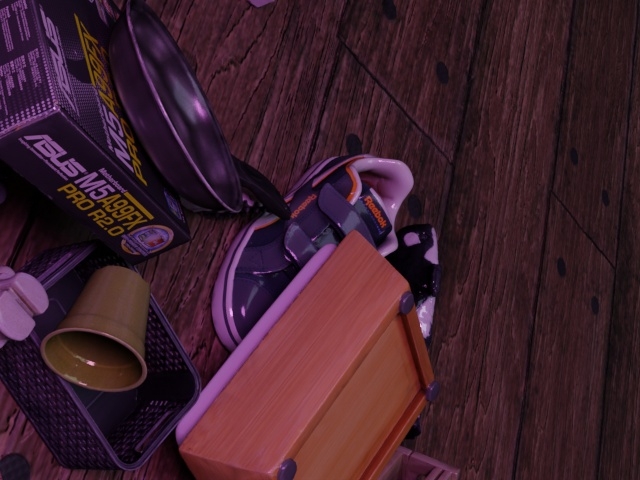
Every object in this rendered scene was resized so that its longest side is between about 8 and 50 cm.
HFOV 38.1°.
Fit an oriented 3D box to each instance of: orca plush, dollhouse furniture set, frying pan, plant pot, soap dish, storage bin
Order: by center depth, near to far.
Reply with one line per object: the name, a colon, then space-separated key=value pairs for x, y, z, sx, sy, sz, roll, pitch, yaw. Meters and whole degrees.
plant pot: x=-0.169 y=0.065 z=0.738 sx=0.083 sy=0.083 sz=0.079 roll=49 pitch=36 yaw=-34
storage bin: x=-0.201 y=0.101 z=0.811 sx=0.122 sy=0.084 sz=0.180 roll=-49 pitch=121 yaw=-45
frying pan: x=-0.112 y=-0.107 z=0.842 sx=0.326 sy=0.053 sz=0.197 roll=13 pitch=53 yaw=-82
soap dish: x=0.002 y=0.169 z=0.942 sx=0.291 sy=0.118 sz=0.229 roll=-51 pitch=142 yaw=-29
dollhouse furniture set: x=0.071 y=0.353 z=1.093 sx=0.129 sy=0.129 sz=0.183 roll=-34 pitch=133 yaw=-50
orca plush: x=0.086 y=0.108 z=1.199 sx=0.151 sy=0.102 sz=0.287 roll=127 pitch=-28 yaw=-81

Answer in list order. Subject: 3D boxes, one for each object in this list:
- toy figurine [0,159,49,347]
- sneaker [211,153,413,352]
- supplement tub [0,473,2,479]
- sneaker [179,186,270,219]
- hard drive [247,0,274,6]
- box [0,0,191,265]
toy figurine: x=-0.313 y=-0.007 z=0.655 sx=0.209 sy=0.148 sz=0.213 roll=2 pitch=79 yaw=-57
sneaker: x=0.000 y=0.000 z=1.056 sx=0.126 sy=0.127 sz=0.321 roll=59 pitch=44 yaw=-27
supplement tub: x=-0.350 y=0.199 z=0.515 sx=0.316 sy=0.194 sz=0.193 roll=-16 pitch=95 yaw=-53
sneaker: x=-0.127 y=-0.083 z=0.949 sx=0.234 sy=0.078 sz=0.106 roll=9 pitch=78 yaw=-48
hard drive: x=-0.088 y=-0.462 z=1.112 sx=0.203 sy=0.040 sz=0.307 roll=41 pitch=53 yaw=-39
box: x=-0.201 y=-0.139 z=0.738 sx=0.216 sy=0.060 sz=0.270 roll=57 pitch=11 yaw=-61
